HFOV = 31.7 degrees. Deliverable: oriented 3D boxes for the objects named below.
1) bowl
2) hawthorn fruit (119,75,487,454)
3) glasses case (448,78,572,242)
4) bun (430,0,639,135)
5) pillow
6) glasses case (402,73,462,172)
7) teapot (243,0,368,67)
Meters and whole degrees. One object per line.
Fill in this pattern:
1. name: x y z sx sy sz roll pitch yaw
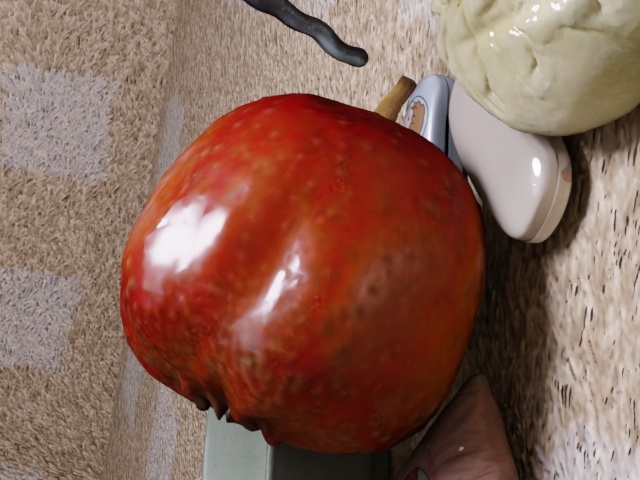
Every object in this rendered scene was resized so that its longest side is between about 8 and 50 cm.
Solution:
1. bowl: -0.020 0.223 1.110 0.289 0.146 0.289 -174 90 -73
2. hawthorn fruit: 0.000 0.000 0.898 0.330 0.287 0.287 -61 12 -17
3. glasses case: 0.143 -0.078 0.872 0.204 0.051 0.081 -105 28 -50
4. bun: 0.148 -0.186 0.757 0.229 0.145 0.229 -170 90 -70
5. pillow: 0.096 0.249 0.831 0.236 0.084 0.223 -105 30 -46
6. glasses case: 0.099 -0.063 1.017 0.067 0.045 0.178 150 126 -66
7. teapot: 0.017 -0.339 0.991 0.223 0.285 0.305 -104 28 -50
